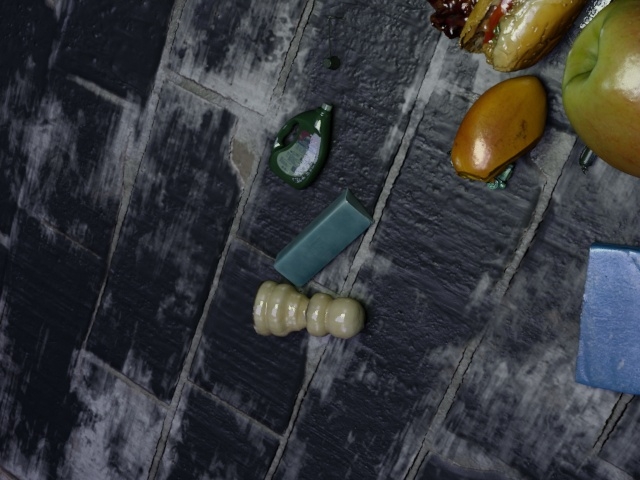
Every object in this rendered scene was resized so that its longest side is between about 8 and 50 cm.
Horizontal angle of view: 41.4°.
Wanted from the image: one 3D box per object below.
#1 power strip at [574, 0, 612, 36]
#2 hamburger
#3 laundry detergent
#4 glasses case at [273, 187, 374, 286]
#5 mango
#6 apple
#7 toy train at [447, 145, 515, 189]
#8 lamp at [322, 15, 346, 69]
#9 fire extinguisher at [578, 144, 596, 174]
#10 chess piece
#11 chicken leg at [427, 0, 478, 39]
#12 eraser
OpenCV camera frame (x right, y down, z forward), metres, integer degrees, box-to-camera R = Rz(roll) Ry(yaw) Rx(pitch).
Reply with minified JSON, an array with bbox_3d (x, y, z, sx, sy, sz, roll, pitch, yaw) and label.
[{"bbox_3d":[0.538,-0.460,1.653,0.051,0.019,0.136,34,115,14],"label":"power strip"},{"bbox_3d":[0.388,-0.428,1.621,0.163,0.244,0.244,38,116,10],"label":"hamburger"},{"bbox_3d":[-0.037,-0.234,1.977,0.137,0.063,0.211,38,116,21],"label":"laundry detergent"},{"bbox_3d":[0.000,0.000,2.020,0.266,0.056,0.105,-43,81,29],"label":"glasses case"},{"bbox_3d":[0.369,-0.227,1.724,0.154,0.126,0.252,36,95,8],"label":"mango"},{"bbox_3d":[0.592,-0.288,1.484,0.305,0.338,0.338,28,114,4],"label":"apple"},{"bbox_3d":[0.341,-0.165,1.817,0.148,0.038,0.071,32,112,17],"label":"toy train"},{"bbox_3d":[0.023,-0.442,1.898,0.041,0.054,0.121,13,108,23],"label":"lamp"},{"bbox_3d":[0.546,-0.178,1.718,0.038,0.025,0.083,52,127,51],"label":"fire extinguisher"},{"bbox_3d":[-0.022,0.177,2.034,0.261,0.143,0.142,7,106,21],"label":"chess piece"},{"bbox_3d":[0.264,-0.602,1.686,0.158,0.096,0.407,-13,117,7],"label":"chicken leg"},{"bbox_3d":[0.616,0.163,1.757,0.144,0.043,0.311,9,107,25],"label":"eraser"}]
